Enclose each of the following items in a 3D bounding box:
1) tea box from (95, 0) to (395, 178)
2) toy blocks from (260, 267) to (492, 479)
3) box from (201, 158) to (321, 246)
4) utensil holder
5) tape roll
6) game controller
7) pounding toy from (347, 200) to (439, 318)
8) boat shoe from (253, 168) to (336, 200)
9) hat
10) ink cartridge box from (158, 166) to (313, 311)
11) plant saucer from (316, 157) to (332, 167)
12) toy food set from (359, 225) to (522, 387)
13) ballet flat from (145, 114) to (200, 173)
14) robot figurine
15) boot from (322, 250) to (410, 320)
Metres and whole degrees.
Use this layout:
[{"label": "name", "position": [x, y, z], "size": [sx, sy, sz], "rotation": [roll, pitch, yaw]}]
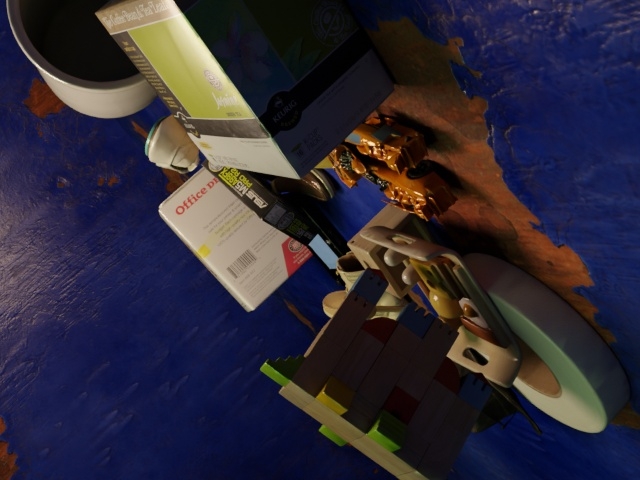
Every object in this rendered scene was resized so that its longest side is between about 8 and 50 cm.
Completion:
[{"label": "tea box", "position": [-0.122, -0.291, 1.241], "size": [0.323, 0.220, 0.329], "rotation": [53, 162, -27]}, {"label": "toy blocks", "position": [0.126, 0.224, 1.367], "size": [0.381, 0.261, 0.191], "rotation": [36, 154, 1]}, {"label": "box", "position": [-0.134, -0.099, 1.933], "size": [0.216, 0.060, 0.270], "rotation": [41, -176, 25]}, {"label": "utensil holder", "position": [-0.454, -0.438, 1.710], "size": [0.327, 0.327, 0.385], "rotation": [49, 170, -8]}, {"label": "tape roll", "position": [0.373, 0.184, 1.476], "size": [0.392, 0.072, 0.392], "rotation": [43, 167, 13]}, {"label": "game controller", "position": [0.000, 0.000, 2.144], "size": [0.319, 0.067, 0.166], "rotation": [49, 167, -14]}, {"label": "pounding toy", "position": [0.129, 0.061, 1.579], "size": [0.181, 0.206, 0.094], "rotation": [53, 166, -28]}, {"label": "boat shoe", "position": [-0.067, -0.137, 1.868], "size": [0.257, 0.095, 0.095], "rotation": [33, 162, 47]}, {"label": "hat", "position": [0.329, 0.328, 1.765], "size": [0.331, 0.134, 0.331], "rotation": [47, -176, -4]}, {"label": "ink cartridge box", "position": [-0.226, -0.030, 2.311], "size": [0.384, 0.279, 0.160], "rotation": [48, 168, -1]}, {"label": "plant saucer", "position": [-0.099, -0.263, 1.622], "size": [0.332, 0.081, 0.333], "rotation": [52, 166, -20]}, {"label": "toy food set", "position": [0.204, 0.113, 1.435], "size": [0.306, 0.092, 0.220], "rotation": [53, 166, -24]}, {"label": "ballet flat", "position": [-0.382, -0.245, 2.189], "size": [0.139, 0.139, 0.400], "rotation": [48, 173, -5]}, {"label": "robot figurine", "position": [0.093, -0.136, 1.365], "size": [0.291, 0.085, 0.211], "rotation": [28, 157, 55]}, {"label": "boot", "position": [0.081, 0.115, 2.053], "size": [0.262, 0.095, 0.203], "rotation": [3, 138, 42]}]
